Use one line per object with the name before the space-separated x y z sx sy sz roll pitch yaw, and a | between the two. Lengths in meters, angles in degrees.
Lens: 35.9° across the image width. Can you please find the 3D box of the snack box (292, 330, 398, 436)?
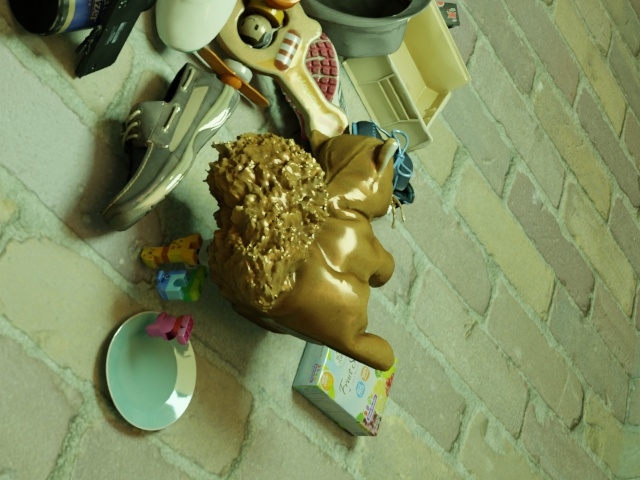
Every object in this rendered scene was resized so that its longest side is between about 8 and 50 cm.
snack box | 0.053 0.259 1.927 0.207 0.070 0.174 43 52 -35

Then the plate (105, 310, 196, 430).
plate | -0.271 0.206 1.568 0.188 0.024 0.188 15 70 -49

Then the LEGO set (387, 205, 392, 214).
LEGO set | 0.000 0.000 1.884 0.107 0.132 0.287 43 84 -24

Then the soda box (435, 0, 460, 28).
soda box | 0.269 -0.542 2.379 0.169 0.053 0.060 -13 93 -52

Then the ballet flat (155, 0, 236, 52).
ballet flat | -0.179 -0.509 1.709 0.139 0.139 0.400 45 57 -36

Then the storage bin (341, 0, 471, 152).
storage bin | 0.201 -0.370 2.202 0.260 0.123 0.262 59 43 -25

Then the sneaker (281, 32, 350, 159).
sneaker | -0.007 -0.262 1.943 0.112 0.121 0.299 3 78 -80

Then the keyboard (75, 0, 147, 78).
keyboard | -0.324 -0.317 1.497 0.023 0.180 0.108 46 42 6

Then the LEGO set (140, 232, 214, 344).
LEGO set | -0.241 0.056 1.583 0.227 0.093 0.087 -77 159 -48

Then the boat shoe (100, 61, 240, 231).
boat shoe | -0.265 -0.157 1.593 0.130 0.132 0.355 40 47 -12

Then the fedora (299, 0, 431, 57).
fedora | 0.081 -0.449 1.989 0.244 0.275 0.124 -62 162 -46

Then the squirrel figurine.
squirrel figurine | -0.010 -0.033 1.647 0.397 0.281 0.370 35 75 -45

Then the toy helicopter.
toy helicopter | -0.077 -0.314 1.816 0.235 0.140 0.355 -39 100 -22

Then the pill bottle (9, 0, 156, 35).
pill bottle | -0.354 -0.385 1.507 0.219 0.123 0.123 -27 104 -50

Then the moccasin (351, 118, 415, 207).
moccasin | 0.129 -0.155 1.966 0.342 0.117 0.138 52 37 -74
